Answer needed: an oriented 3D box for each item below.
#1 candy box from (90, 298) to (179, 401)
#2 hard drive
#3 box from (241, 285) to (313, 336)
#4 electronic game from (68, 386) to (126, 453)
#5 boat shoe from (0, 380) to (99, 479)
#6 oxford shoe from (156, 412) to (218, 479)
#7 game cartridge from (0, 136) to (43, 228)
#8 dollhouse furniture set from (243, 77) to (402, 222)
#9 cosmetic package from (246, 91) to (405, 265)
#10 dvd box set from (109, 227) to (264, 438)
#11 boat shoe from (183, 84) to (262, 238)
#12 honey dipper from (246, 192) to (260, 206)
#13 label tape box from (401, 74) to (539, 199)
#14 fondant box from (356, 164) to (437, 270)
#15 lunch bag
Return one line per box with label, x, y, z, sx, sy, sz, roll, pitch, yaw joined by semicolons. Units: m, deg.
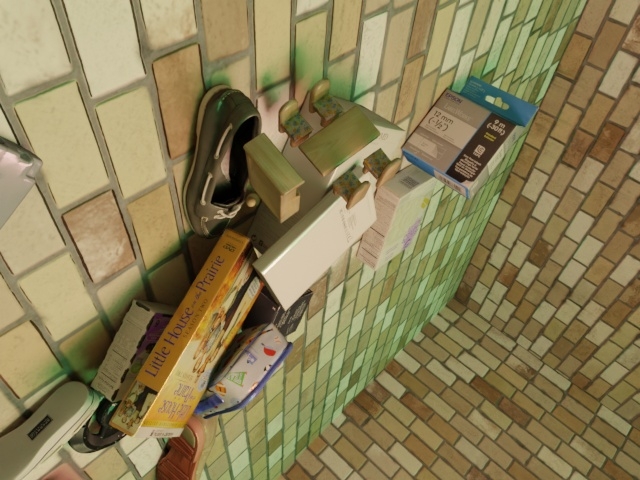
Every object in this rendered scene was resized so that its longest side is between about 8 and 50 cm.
candy box;-0.361;0.233;1.101;0.196;0.070;0.165;-65;156;-2
hard drive;0.000;0.000;1.137;0.307;0.040;0.203;-44;152;-14
box;-0.123;0.201;1.487;0.158;0.093;0.155;-18;138;-53
electronic game;-0.465;0.377;1.179;0.229;0.048;0.229;-44;151;-34
boat shoe;-0.548;0.388;1.007;0.267;0.096;0.088;-48;157;-22
oxford shoe;-0.387;0.656;1.586;0.146;0.140;0.396;-29;149;-54
game cartridge;-0.479;-0.068;0.562;0.196;0.060;0.294;-56;155;-1
dollhouse furniture set;-0.003;-0.160;0.927;0.242;0.212;0.161;-37;171;-13
cosmetic package;0.008;-0.127;1.206;0.217;0.156;0.384;-9;133;-53
dvd box set;-0.254;0.210;1.112;0.420;0.062;0.307;-62;169;-18
boat shoe;-0.179;-0.116;0.965;0.112;0.095;0.335;-29;146;-41
honey dipper;-0.141;-0.081;1.065;0.030;0.030;0.160;-54;-174;2
label tape box;0.453;-0.337;1.585;0.347;0.249;0.115;-54;156;2
fondant box;0.262;-0.083;1.779;0.238;0.096;0.330;-32;149;-38
lunch bag;-0.217;0.340;1.331;0.303;0.115;0.243;-37;-169;49
